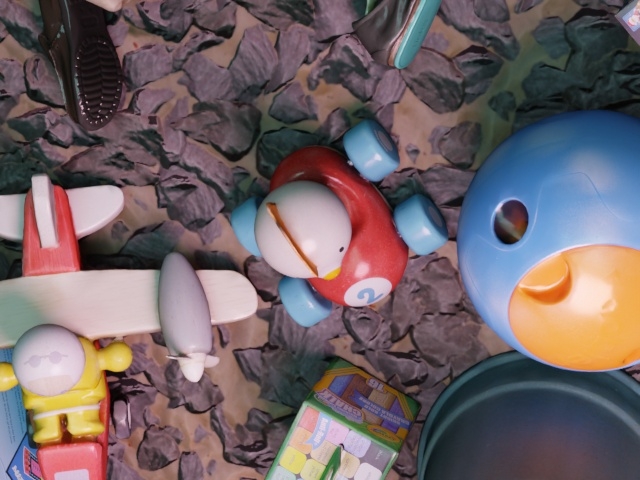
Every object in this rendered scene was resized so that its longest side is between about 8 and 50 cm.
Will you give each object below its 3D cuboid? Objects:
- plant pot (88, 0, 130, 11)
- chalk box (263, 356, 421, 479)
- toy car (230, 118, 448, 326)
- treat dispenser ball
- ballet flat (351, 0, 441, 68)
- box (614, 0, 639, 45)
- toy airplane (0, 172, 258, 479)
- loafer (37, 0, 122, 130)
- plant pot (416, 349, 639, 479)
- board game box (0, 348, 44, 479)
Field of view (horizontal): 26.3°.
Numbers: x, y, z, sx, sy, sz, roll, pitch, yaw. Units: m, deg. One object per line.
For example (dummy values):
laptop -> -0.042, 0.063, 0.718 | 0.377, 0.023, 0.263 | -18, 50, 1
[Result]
plant pot -> -0.312, -0.431, 1.572 | 0.305, 0.334, 0.334 | 31, 109, -5
chalk box -> 0.023, 0.257, 1.679 | 0.132, 0.213, 0.132 | 29, 109, 7
toy car -> 0.000, 0.000, 1.610 | 0.219, 0.238, 0.210 | -32, 93, 20
treat dispenser ball -> 0.294, 0.000, 1.504 | 0.288, 0.288, 0.288 | 4, 104, 14
ballet flat -> 0.124, -0.331, 1.577 | 0.096, 0.095, 0.280 | 41, 110, 16
box -> 0.416, -0.177, 1.495 | 0.044, 0.159, 0.233 | -40, 91, 20
toy airplane -> -0.326, 0.104, 1.704 | 0.384, 0.272, 0.386 | 40, 92, -9
loafer -> -0.310, -0.246, 1.731 | 0.078, 0.080, 0.220 | -7, 92, 40
plant pot -> 0.249, 0.335, 1.574 | 0.341, 0.334, 0.341 | 3, 104, 14
board game box -> -0.411, 0.271, 1.900 | 0.145, 0.027, 0.281 | -4, 102, 17
